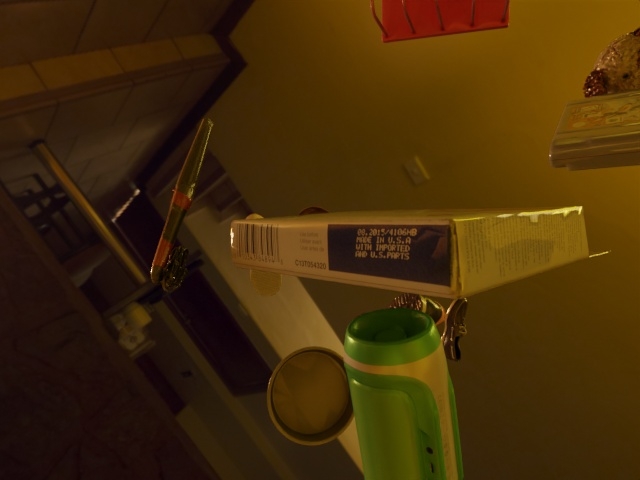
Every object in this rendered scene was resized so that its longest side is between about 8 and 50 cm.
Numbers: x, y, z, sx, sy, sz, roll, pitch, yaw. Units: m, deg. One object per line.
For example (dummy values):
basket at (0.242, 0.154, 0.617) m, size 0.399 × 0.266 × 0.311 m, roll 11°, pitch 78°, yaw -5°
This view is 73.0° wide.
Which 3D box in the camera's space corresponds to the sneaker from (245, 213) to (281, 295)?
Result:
sneaker at (-0.092, 0.019, 0.687) m, size 0.050 × 0.135 × 0.070 m, roll -12°, pitch -149°, yaw 2°

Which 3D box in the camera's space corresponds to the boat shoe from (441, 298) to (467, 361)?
boat shoe at (0.398, 0.256, 1.246) m, size 0.075 × 0.206 × 0.065 m, roll -9°, pitch -153°, yaw -37°

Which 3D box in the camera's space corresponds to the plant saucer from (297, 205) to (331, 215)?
plant saucer at (0.000, 0.000, 1.037) m, size 0.168 × 0.169 × 0.029 m, roll -27°, pitch 172°, yaw 40°

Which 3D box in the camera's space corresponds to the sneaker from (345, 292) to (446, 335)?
sneaker at (0.197, 0.240, 1.170) m, size 0.319 × 0.131 × 0.112 m, roll -35°, pitch -136°, yaw 45°

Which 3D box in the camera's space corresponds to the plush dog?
plush dog at (0.761, -0.402, 1.039) m, size 0.263 × 0.225 × 0.211 m, roll -53°, pitch -152°, yaw 21°

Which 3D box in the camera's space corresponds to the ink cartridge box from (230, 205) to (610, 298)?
ink cartridge box at (0.113, -0.005, 0.522) m, size 0.329 × 0.072 × 0.324 m, roll -7°, pitch -174°, yaw -40°

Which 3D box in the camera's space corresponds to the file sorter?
file sorter at (0.262, -0.578, 0.940) m, size 0.290 × 0.202 × 0.182 m, roll 2°, pitch -171°, yaw 19°

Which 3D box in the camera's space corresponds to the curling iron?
curling iron at (-0.205, -0.059, 0.650) m, size 0.035 × 0.274 × 0.068 m, roll 7°, pitch 167°, yaw 5°

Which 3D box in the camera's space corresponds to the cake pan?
cake pan at (-0.024, 0.482, 1.360) m, size 0.293 × 0.293 × 0.054 m, roll -36°, pitch 179°, yaw -17°

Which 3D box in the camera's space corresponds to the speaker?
speaker at (0.108, 0.245, 0.557) m, size 0.131 × 0.297 × 0.131 m, roll -9°, pitch -168°, yaw 2°

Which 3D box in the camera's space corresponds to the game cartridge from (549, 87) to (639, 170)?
game cartridge at (0.542, -0.211, 0.780) m, size 0.197 × 0.062 × 0.297 m, roll -5°, pitch -152°, yaw 38°
